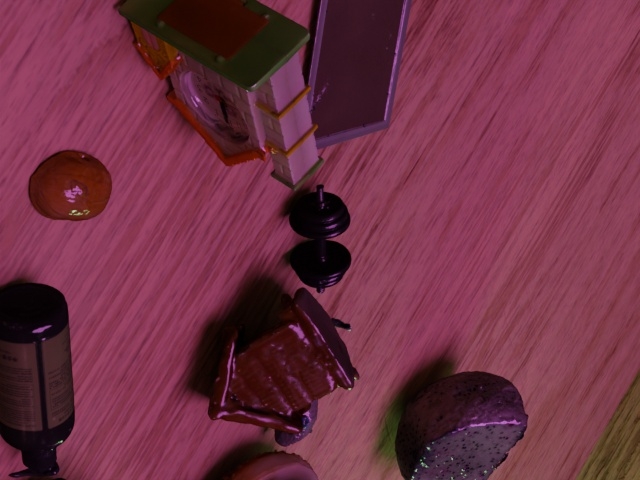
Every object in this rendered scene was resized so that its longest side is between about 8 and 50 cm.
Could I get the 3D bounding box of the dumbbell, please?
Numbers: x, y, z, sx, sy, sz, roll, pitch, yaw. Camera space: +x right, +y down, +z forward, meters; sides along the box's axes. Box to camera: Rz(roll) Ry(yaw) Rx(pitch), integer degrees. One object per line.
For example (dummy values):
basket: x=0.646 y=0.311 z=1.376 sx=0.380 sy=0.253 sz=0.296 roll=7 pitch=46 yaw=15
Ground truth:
dumbbell: x=0.000 y=0.000 z=1.864 sx=0.099 sy=0.099 sz=0.209 roll=-34 pitch=139 yaw=-36

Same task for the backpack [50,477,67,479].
backpack: x=-0.393 y=0.453 z=1.628 sx=0.258 sy=0.133 sz=0.206 roll=-49 pitch=153 yaw=-24

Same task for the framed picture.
framed picture: x=0.055 y=-0.290 z=1.801 sx=0.232 sy=0.019 sz=0.296 roll=-20 pitch=128 yaw=-47

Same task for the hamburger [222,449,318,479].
hamburger: x=-0.081 y=0.509 z=2.014 sx=0.291 sy=0.225 sz=0.291 roll=-28 pitch=135 yaw=-31

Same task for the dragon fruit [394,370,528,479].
dragon fruit: x=0.262 y=0.385 z=2.440 sx=0.221 sy=0.204 sz=0.283 roll=6 pitch=128 yaw=-27

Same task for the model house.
model house: x=-0.074 y=0.203 z=1.873 sx=0.229 sy=0.199 sz=0.220 roll=-28 pitch=102 yaw=1

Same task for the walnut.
walnut: x=-0.298 y=-0.058 z=1.452 sx=0.121 sy=0.052 sz=0.091 roll=4 pitch=113 yaw=-53

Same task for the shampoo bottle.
shampoo bottle: x=-0.365 y=0.193 z=1.500 sx=0.101 sy=0.101 sz=0.284 roll=-29 pitch=135 yaw=-40

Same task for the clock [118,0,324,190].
clock: x=-0.111 y=-0.189 z=1.474 sx=0.106 sy=0.219 sz=0.255 roll=-46 pitch=152 yaw=-21

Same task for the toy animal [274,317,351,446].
toy animal: x=-0.020 y=0.239 z=2.033 sx=0.070 sy=0.079 sz=0.253 roll=-23 pitch=136 yaw=-76
